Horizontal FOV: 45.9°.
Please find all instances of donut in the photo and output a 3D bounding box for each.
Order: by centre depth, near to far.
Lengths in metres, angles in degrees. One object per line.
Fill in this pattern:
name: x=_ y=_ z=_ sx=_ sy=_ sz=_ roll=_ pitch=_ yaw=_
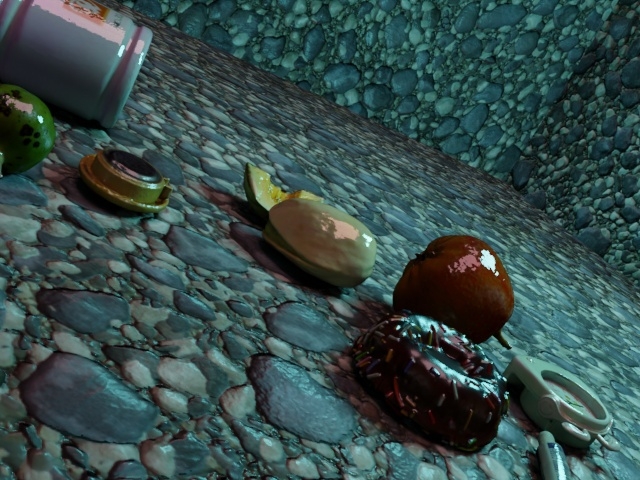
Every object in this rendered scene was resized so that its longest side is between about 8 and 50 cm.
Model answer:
donut: x=0.158 y=0.181 z=1.043 sx=0.235 sy=0.089 sz=0.235 roll=27 pitch=19 yaw=-10

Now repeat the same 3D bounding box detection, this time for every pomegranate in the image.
pomegranate: x=-0.418 y=-0.134 z=0.997 sx=0.122 sy=0.122 sz=0.161 roll=23 pitch=46 yaw=-18

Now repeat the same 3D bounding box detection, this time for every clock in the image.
clock: x=0.387 y=0.267 z=1.206 sx=0.151 sy=0.062 sz=0.191 roll=22 pitch=19 yaw=-24

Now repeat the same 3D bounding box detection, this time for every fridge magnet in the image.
fridge magnet: x=-0.291 y=-0.090 z=1.134 sx=0.143 sy=0.063 sz=0.143 roll=29 pitch=18 yaw=-11

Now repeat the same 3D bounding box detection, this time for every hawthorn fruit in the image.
hawthorn fruit: x=0.239 y=0.102 z=1.253 sx=0.225 sy=0.196 sz=0.196 roll=43 pitch=15 yaw=-9

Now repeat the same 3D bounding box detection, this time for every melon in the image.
melon: x=-0.084 y=-0.064 z=1.385 sx=0.160 sy=0.079 sz=0.128 roll=27 pitch=36 yaw=-12

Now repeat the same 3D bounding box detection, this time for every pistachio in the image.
pistachio: x=0.000 y=0.000 z=1.250 sx=0.200 sy=0.117 sz=0.145 roll=30 pitch=22 yaw=4

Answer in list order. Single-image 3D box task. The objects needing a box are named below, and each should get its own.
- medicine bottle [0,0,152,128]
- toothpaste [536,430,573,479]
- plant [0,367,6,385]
medicine bottle: x=-0.478 y=-0.350 z=1.333 sx=0.316 sy=0.202 sz=0.202 roll=24 pitch=18 yaw=-20
toothpaste: x=0.310 y=0.319 z=0.985 sx=0.062 sy=0.037 sz=0.216 roll=28 pitch=21 yaw=-6
plant: x=-0.342 y=0.073 z=0.460 sx=0.146 sy=0.149 sz=0.274 roll=38 pitch=16 yaw=24
